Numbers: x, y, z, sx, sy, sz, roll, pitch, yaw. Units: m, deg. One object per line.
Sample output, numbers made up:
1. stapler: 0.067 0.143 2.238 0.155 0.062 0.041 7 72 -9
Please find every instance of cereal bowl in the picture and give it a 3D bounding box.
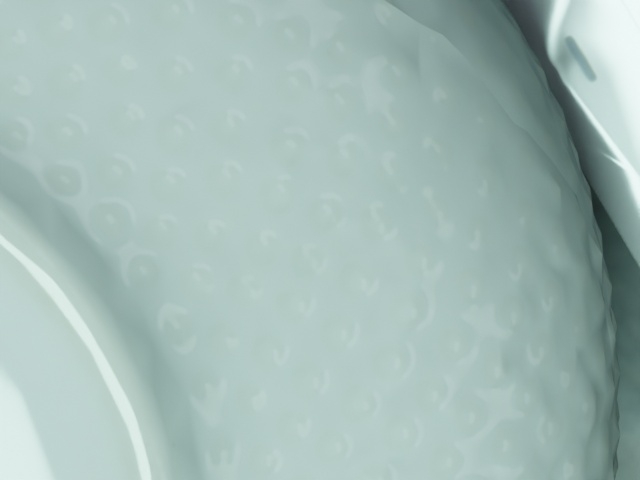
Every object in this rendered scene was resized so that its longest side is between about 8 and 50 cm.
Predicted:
1. cereal bowl: -0.101 0.044 0.411 0.338 0.141 0.339 0 97 2

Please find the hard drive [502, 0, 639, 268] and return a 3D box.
1. hard drive: 0.181 -0.117 0.454 0.307 0.040 0.203 -31 95 11
